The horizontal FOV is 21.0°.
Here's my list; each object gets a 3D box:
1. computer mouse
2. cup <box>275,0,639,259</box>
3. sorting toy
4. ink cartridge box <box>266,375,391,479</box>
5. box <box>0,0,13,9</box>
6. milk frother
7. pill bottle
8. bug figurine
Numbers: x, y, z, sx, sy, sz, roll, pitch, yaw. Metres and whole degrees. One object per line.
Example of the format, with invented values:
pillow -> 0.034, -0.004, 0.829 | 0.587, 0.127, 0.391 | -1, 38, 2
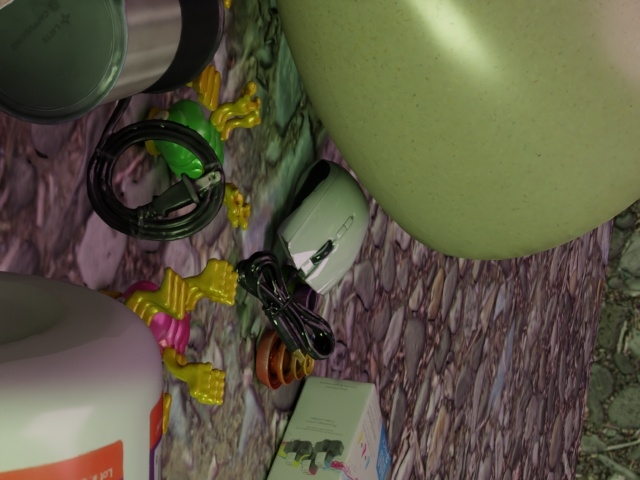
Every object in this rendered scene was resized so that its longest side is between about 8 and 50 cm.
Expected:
computer mouse -> 0.000, 0.000, 1.305 | 0.106, 0.042, 0.193 | 55, 35, -25
cup -> 0.100, -0.184, 1.228 | 0.237, 0.331, 0.331 | 36, 59, -41
sorting toy -> -0.015, 0.070, 1.320 | 0.061, 0.042, 0.102 | 66, 36, -56
ink cartridge box -> -0.002, 0.211, 1.374 | 0.104, 0.061, 0.181 | 76, 28, -45
box -> -0.183, -0.099, 0.698 | 0.137, 0.094, 0.027 | -52, 143, -56
milk frother -> -0.101, -0.069, 0.835 | 0.129, 0.143, 0.135 | -43, 177, 20
pill bottle -> -0.158, 0.184, 0.733 | 0.181, 0.181, 0.323 | -32, 127, -66
bug figurine -> -0.096, -0.020, 1.011 | 0.216, 0.072, 0.279 | 61, 35, -69
